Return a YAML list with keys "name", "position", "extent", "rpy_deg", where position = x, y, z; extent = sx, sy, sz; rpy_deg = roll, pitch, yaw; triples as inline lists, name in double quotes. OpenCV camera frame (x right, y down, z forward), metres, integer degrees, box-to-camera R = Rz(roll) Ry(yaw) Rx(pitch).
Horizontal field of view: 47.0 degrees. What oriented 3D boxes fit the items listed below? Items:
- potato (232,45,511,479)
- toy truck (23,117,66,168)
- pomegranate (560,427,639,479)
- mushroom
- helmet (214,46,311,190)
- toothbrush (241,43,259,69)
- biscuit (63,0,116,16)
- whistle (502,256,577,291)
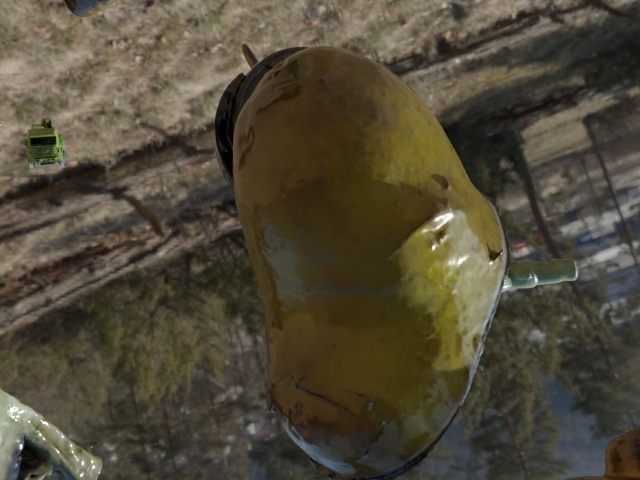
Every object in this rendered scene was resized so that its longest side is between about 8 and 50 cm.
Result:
- name: "potato"
  position: [0.000, 0.000, 0.768]
  extent: [0.289, 0.397, 0.296]
  rpy_deg: [2, 145, 51]
- name: "toy truck"
  position: [-0.578, -0.206, 1.545]
  extent: [0.077, 0.100, 0.169]
  rpy_deg: [-7, -170, -16]
- name: "pomegranate"
  position: [0.296, 0.354, 0.702]
  extent: [0.342, 0.343, 0.342]
  rpy_deg: [-12, 163, -4]
- name: "mushroom"
  position: [-0.495, 0.304, 1.089]
  extent: [0.217, 0.212, 0.292]
  rpy_deg: [9, 156, 35]
- name: "helmet"
  position: [-0.051, -0.131, 1.022]
  extent: [0.278, 0.231, 0.160]
  rpy_deg: [-28, -173, -34]
- name: "toothbrush"
  position: [-0.088, -0.268, 1.512]
  extent: [0.031, 0.321, 0.023]
  rpy_deg: [-24, 172, -39]
- name: "biscuit"
  position: [-0.233, -0.370, 0.743]
  extent: [0.290, 0.237, 0.062]
  rpy_deg: [-9, -152, 46]
- name: "whistle"
  position: [0.339, 0.069, 1.358]
  extent: [0.257, 0.067, 0.126]
  rpy_deg: [-8, -177, 7]
